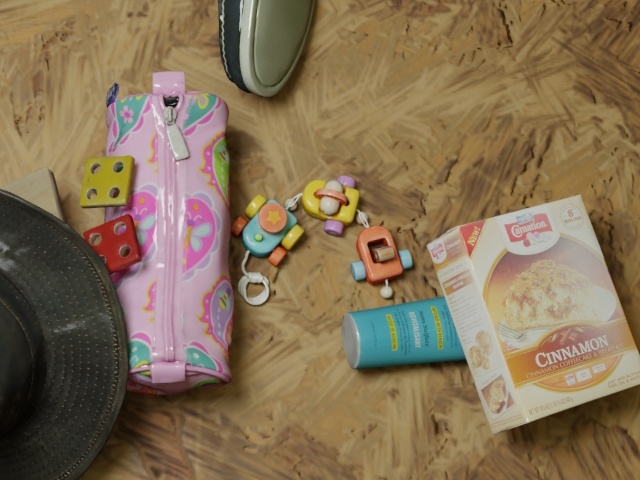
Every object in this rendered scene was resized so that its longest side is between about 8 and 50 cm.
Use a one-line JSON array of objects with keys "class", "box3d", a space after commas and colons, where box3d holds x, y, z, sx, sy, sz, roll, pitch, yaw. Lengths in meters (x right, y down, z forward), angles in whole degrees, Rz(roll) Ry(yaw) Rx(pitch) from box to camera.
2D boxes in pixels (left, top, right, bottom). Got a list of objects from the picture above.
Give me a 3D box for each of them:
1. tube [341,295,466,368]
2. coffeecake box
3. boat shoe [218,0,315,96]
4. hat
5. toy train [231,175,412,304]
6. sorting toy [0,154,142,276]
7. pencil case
[{"class": "tube", "box3d": [0.125, 0.082, 1.460, 0.207, 0.052, 0.080, -7, 83, -16]}, {"class": "coffeecake box", "box3d": [0.199, 0.066, 1.433, 0.142, 0.068, 0.185, -15, 80, -27]}, {"class": "boat shoe", "box3d": [-0.073, -0.300, 1.513, 0.113, 0.127, 0.340, 0, 80, 24]}, {"class": "hat", "box3d": [-0.331, 0.098, 1.294, 0.331, 0.134, 0.331, 1, 101, 6]}, {"class": "toy train", "box3d": [0.000, 0.000, 1.465, 0.166, 0.046, 0.125, -10, 75, -10]}, {"class": "sorting toy", "box3d": [-0.270, 0.018, 1.403, 0.274, 0.046, 0.132, -25, 62, 12]}, {"class": "pencil case", "box3d": [-0.138, -0.003, 1.413, 0.124, 0.124, 0.284, 1, 75, -6]}]
